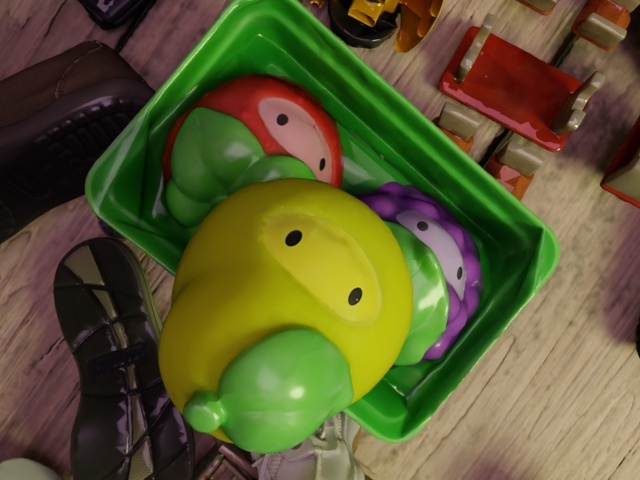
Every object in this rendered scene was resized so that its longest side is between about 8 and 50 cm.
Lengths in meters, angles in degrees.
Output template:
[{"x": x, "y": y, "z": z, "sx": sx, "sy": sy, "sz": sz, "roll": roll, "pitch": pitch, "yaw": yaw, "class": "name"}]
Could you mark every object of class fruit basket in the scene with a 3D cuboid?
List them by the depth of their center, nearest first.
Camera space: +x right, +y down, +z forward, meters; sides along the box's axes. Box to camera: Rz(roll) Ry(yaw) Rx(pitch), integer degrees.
[{"x": 0.000, "y": 0.000, "z": 0.511, "sx": 0.392, "sy": 0.392, "sz": 0.283, "roll": 40, "pitch": 90, "yaw": -7, "class": "fruit basket"}]

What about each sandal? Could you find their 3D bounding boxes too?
[{"x": -0.195, "y": 0.145, "z": 0.645, "sx": 0.120, "sy": 0.086, "sz": 0.302, "roll": -11, "pitch": 80, "yaw": 0, "class": "sandal"}]

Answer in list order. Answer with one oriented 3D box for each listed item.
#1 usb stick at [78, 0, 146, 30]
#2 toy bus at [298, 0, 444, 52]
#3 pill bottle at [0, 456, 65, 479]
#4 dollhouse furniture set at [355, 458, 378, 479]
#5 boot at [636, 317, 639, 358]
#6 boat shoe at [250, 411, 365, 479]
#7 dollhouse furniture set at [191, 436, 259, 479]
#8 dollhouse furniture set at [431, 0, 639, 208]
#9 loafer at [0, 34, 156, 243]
[{"x": -0.140, "y": -0.328, "z": 0.633, "sx": 0.278, "sy": 0.045, "sz": 0.077, "roll": -43, "pitch": 90, "yaw": -2, "class": "usb stick"}, {"x": 0.040, "y": -0.329, "z": 0.612, "sx": 0.220, "sy": 0.149, "sz": 0.211, "roll": 23, "pitch": 78, "yaw": -5, "class": "toy bus"}, {"x": -0.372, "y": 0.359, "z": 0.593, "sx": 0.301, "sy": 0.169, "sz": 0.169, "roll": -44, "pitch": 97, "yaw": -2, "class": "pill bottle"}, {"x": 0.156, "y": 0.419, "z": 0.632, "sx": 0.394, "sy": 0.256, "sz": 0.362, "roll": 43, "pitch": 73, "yaw": -23, "class": "dollhouse furniture set"}, {"x": 0.532, "y": 0.026, "z": 0.682, "sx": 0.260, "sy": 0.131, "sz": 0.347, "roll": 16, "pitch": 103, "yaw": 0, "class": "boot"}, {"x": -0.023, "y": 0.202, "z": 0.569, "sx": 0.096, "sy": 0.277, "sz": 0.098, "roll": 40, "pitch": 97, "yaw": -2, "class": "boat shoe"}, {"x": -0.125, "y": 0.304, "z": 0.618, "sx": 0.101, "sy": 0.161, "sz": 0.182, "roll": 40, "pitch": 88, "yaw": -7, "class": "dollhouse furniture set"}, {"x": 0.256, "y": -0.137, "z": 0.667, "sx": 0.259, "sy": 0.135, "sz": 0.262, "roll": 31, "pitch": 90, "yaw": 4, "class": "dollhouse furniture set"}, {"x": -0.327, "y": -0.082, "z": 0.606, "sx": 0.366, "sy": 0.133, "sz": 0.130, "roll": -22, "pitch": 59, "yaw": -3, "class": "loafer"}]
